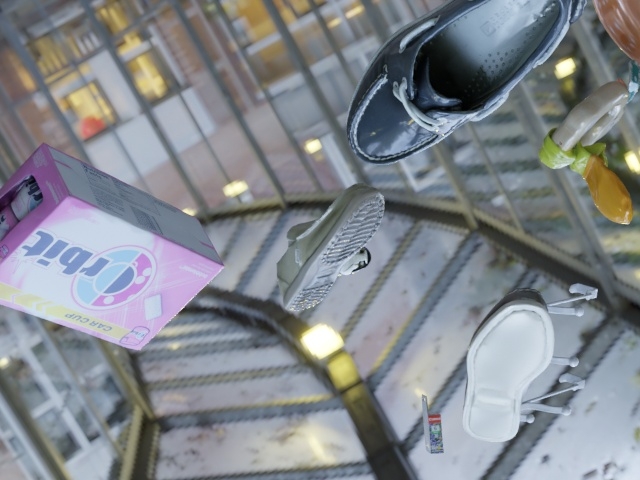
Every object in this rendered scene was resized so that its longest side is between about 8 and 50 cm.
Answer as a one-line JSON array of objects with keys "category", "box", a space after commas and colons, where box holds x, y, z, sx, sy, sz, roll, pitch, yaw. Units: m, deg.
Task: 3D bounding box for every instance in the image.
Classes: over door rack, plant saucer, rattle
[{"category": "over door rack", "box": [0.514, 0.236, 2.442, 0.108, 0.239, 0.324, 14, -164, 33]}, {"category": "plant saucer", "box": [0.406, -0.264, 1.349, 0.037, 0.200, 0.200, -44, -165, -13]}, {"category": "rattle", "box": [0.362, -0.123, 1.359, 0.143, 0.130, 0.199, 33, -145, 27]}]

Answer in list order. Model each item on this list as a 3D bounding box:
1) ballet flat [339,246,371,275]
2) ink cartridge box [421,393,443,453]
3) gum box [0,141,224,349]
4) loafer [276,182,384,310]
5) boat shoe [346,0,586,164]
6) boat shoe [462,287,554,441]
[{"category": "ballet flat", "box": [0.047, 0.034, 2.173, 0.074, 0.074, 0.203, -25, 171, 20]}, {"category": "ink cartridge box", "box": [0.224, 0.364, 2.291, 0.029, 0.115, 0.063, -4, 177, -4]}, {"category": "gum box", "box": [-0.178, 0.009, 0.886, 0.107, 0.062, 0.188, -44, 143, 14]}, {"category": "loafer", "box": [0.000, 0.000, 1.750, 0.102, 0.092, 0.268, -10, 146, -45]}, {"category": "boat shoe", "box": [0.117, -0.158, 1.055, 0.302, 0.114, 0.091, -46, -172, 39]}, {"category": "boat shoe", "box": [0.274, 0.171, 1.697, 0.116, 0.324, 0.097, 10, -133, 6]}]
